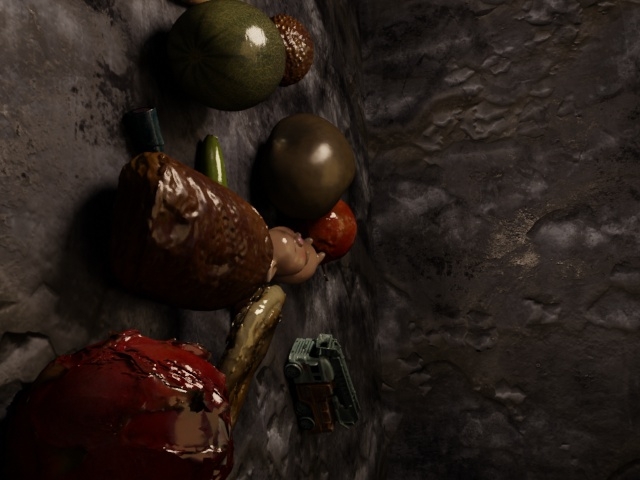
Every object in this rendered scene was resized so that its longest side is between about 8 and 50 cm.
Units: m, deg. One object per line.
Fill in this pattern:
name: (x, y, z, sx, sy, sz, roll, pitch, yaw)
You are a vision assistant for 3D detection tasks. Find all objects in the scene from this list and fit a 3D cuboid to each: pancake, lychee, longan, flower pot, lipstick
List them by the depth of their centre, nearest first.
lipstick: (-0.317, -0.144, 1.200, 0.053, 0.054, 0.234, -66, 148, -59)
pancake: (-0.165, 0.262, 1.303, 0.382, 0.071, 0.382, 24, 90, -85)
flower pot: (-0.170, 0.173, 1.532, 0.111, 0.089, 0.111, -4, 90, -73)
longan: (-0.039, -0.214, 1.776, 0.350, 0.289, 0.288, -73, 153, -47)
lychee: (-0.110, -0.554, 1.792, 0.200, 0.200, 0.238, 69, 19, -44)

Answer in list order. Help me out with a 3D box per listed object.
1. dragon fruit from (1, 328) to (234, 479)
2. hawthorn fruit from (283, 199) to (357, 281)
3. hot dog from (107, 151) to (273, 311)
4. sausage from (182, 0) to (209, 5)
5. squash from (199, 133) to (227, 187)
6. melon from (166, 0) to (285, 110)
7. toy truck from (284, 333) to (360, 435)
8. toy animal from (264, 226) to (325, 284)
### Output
dragon fruit: (-0.270, 0.276, 0.862, 0.295, 0.302, 0.295, 171, -90, -85)
hawthorn fruit: (0.000, 0.000, 1.942, 0.242, 0.242, 0.271, -51, 137, -67)
hot dog: (-0.244, -0.010, 1.141, 0.388, 0.175, 0.266, 32, 65, -56)
sausage: (-0.274, -0.593, 1.472, 0.301, 0.066, 0.065, -42, 125, -67)
squash: (-0.250, -0.151, 1.412, 0.066, 0.066, 0.200, 36, 48, -69)
melon: (-0.204, -0.402, 1.334, 0.302, 0.238, 0.237, -36, 119, -66)
toy truck: (0.009, 0.434, 1.888, 0.133, 0.185, 0.338, -65, 146, -62)
toy animal: (-0.103, 0.043, 1.696, 0.166, 0.154, 0.250, 46, 8, 28)
